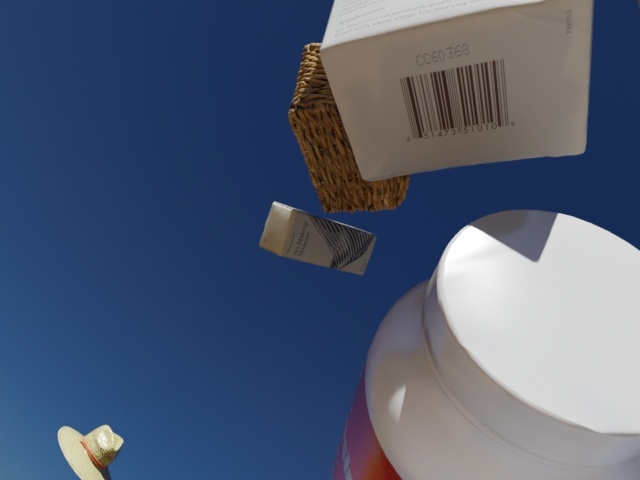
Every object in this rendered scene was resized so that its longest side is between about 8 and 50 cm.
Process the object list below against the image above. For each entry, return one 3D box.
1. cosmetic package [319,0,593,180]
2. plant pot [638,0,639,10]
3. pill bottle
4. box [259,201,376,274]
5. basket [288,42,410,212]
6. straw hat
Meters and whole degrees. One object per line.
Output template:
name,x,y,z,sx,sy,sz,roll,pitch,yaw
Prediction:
cosmetic package,0.143,-0.256,0.563,0.217,0.385,0.156,-4,-44,20
plant pot,0.578,-0.374,0.724,0.237,0.109,0.238,163,-90,-75
pill bottle,0.140,0.176,0.484,0.228,0.229,0.408,26,-40,16
box,0.000,0.000,1.242,0.094,0.275,0.113,23,-83,47
basket,0.082,-0.230,1.062,0.213,0.223,0.299,-3,-38,16
straw hat,-0.359,0.339,0.862,0.144,0.061,0.144,47,-16,18
